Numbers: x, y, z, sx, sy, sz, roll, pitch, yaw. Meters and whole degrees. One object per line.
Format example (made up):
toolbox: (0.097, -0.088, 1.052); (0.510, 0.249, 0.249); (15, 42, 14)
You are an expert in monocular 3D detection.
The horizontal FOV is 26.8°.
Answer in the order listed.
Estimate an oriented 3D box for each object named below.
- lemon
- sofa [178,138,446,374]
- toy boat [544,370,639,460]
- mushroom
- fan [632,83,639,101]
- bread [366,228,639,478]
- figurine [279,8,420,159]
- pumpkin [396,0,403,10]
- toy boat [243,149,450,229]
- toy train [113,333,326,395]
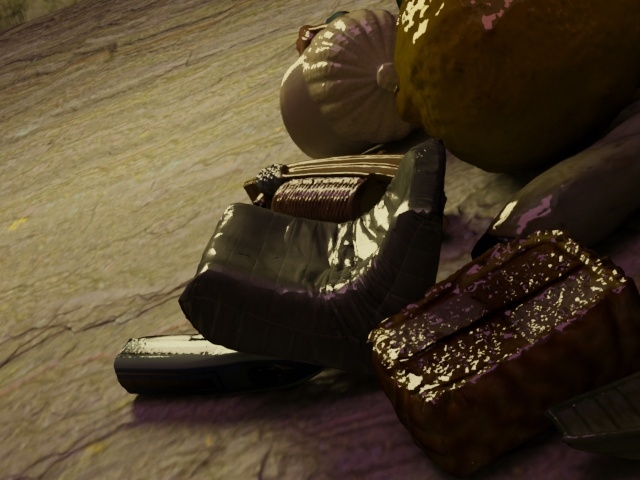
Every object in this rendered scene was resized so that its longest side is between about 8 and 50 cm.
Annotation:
lemon: (0.230, -0.216, 1.489); (0.321, 0.268, 0.268); (-23, 23, 15)
sofa: (0.000, 0.000, 1.268); (0.225, 0.176, 0.210); (10, 24, 4)
toy boat: (0.313, 0.099, 1.007); (0.293, 0.055, 0.093); (-23, 24, -2)
mushroom: (0.280, -0.056, 1.331); (0.333, 0.087, 0.107); (-33, 16, -28)
fan: (0.380, -0.209, 1.624); (0.155, 0.039, 0.082); (-31, 24, -18)
bread: (0.154, 0.090, 1.121); (0.222, 0.096, 0.181); (-30, 24, -11)
figurine: (0.061, -0.244, 1.812); (0.204, 0.185, 0.332); (-51, 15, 29)
pumpkin: (0.246, -0.347, 1.774); (0.300, 0.207, 0.300); (9, 2, 0)
toy boat: (0.021, -0.044, 1.534); (0.310, 0.089, 0.115); (2, 37, 44)
toy train: (-0.098, 0.125, 1.325); (0.252, 0.055, 0.048); (-5, 29, 37)
